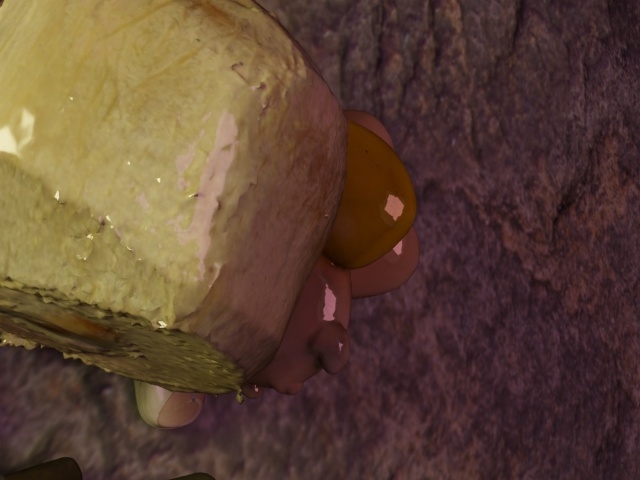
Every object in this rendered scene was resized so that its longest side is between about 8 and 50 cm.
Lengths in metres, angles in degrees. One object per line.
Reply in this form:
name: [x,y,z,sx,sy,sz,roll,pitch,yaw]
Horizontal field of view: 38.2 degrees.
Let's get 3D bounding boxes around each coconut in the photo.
coconut: [-0.161,-0.078,0.817,0.405,0.405,0.404,9,76,-42]

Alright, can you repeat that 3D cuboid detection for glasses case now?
glasses case: [-0.165,0.101,1.006,0.081,0.051,0.204,0,83,-42]

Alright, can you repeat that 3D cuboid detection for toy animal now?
toy animal: [0.019,0.001,1.068,0.247,0.278,0.344,11,72,-56]

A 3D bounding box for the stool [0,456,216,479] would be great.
stool: [-0.242,0.314,0.719,0.226,0.310,0.310,9,79,-43]
